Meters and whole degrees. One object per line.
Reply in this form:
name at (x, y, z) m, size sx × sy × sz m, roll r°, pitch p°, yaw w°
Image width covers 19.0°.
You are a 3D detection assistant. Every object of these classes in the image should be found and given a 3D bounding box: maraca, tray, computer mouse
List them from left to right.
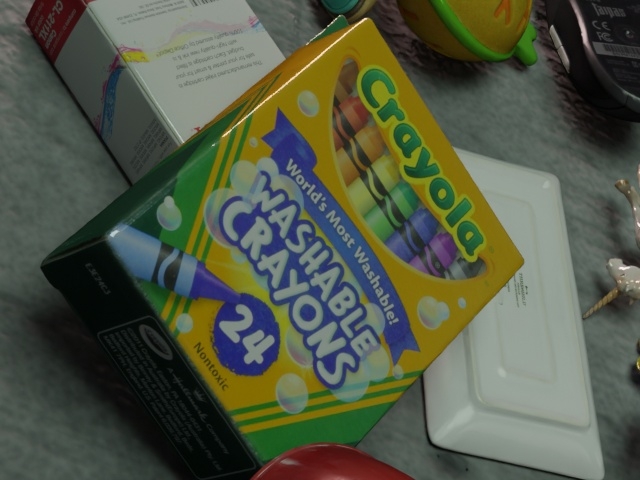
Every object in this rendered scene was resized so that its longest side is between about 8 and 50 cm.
maraca at (0.121, -0.195, 1.512) m, size 0.186 × 0.099 × 0.127 m, roll 8°, pitch 61°, yaw -59°
tray at (0.136, 0.039, 1.391) m, size 0.145 × 0.030 × 0.270 m, roll 14°, pitch 51°, yaw -23°
computer mouse at (0.264, -0.176, 1.616) m, size 0.184 × 0.060 × 0.262 m, roll 1°, pitch 46°, yaw -28°

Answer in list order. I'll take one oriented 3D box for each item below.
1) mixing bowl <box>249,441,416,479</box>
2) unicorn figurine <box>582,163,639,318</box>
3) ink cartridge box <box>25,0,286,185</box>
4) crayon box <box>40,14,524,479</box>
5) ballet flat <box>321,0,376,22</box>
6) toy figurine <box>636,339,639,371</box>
mixing bowl at (0.033, 0.207, 1.099) m, size 0.181 × 0.098 × 0.181 m, roll 4°, pitch 84°, yaw -43°
unicorn figurine at (0.265, 0.000, 1.481) m, size 0.162 × 0.060 × 0.111 m, roll 3°, pitch 56°, yaw -31°
ink cartridge box at (-0.101, -0.117, 1.323) m, size 0.127 × 0.072 × 0.175 m, roll -21°, pitch 71°, yaw -41°
crayon box at (0.000, 0.000, 1.232) m, size 0.323 × 0.083 × 0.203 m, roll -44°, pitch 106°, yaw -39°
ballet flat at (0.025, -0.264, 1.514) m, size 0.073 × 0.080 × 0.232 m, roll 16°, pitch 50°, yaw -42°
toy figurine at (0.366, 0.166, 1.324) m, size 0.217 × 0.191 × 0.362 m, roll 52°, pitch 17°, yaw -17°
